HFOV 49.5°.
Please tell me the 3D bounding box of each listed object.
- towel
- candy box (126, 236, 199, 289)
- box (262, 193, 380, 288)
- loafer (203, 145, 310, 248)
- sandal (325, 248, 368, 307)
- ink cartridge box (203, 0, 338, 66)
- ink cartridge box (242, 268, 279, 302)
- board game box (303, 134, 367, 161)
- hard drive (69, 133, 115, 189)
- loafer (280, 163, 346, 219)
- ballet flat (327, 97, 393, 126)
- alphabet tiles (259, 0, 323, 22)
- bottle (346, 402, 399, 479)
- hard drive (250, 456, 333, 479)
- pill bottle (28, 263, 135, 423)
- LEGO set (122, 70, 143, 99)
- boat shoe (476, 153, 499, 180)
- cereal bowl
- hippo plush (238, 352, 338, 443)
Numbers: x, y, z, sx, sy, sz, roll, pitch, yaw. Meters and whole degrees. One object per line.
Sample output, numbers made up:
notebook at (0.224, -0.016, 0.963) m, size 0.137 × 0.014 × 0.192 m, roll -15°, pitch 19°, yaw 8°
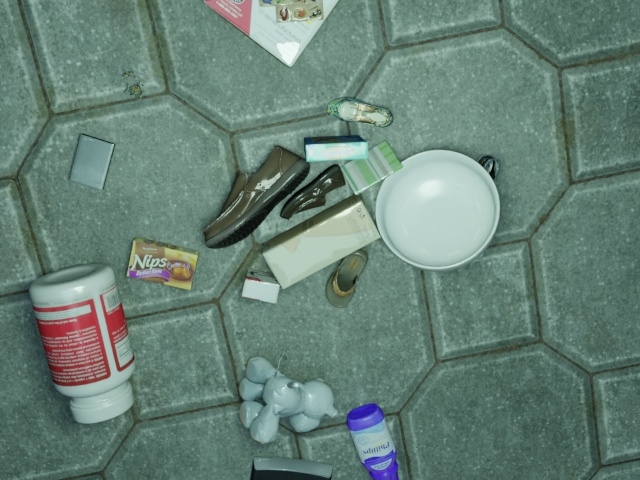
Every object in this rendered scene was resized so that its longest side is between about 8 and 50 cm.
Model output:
towel at (0.144, -0.201, 1.942) m, size 0.152 × 0.113 × 0.023 m, roll -30°, pitch 147°, yaw 5°
candy box at (-0.451, 0.066, 1.992) m, size 0.186 × 0.053 × 0.109 m, roll 14°, pitch 102°, yaw -7°
box at (0.000, 0.000, 1.954) m, size 0.311 × 0.148 × 0.121 m, roll -28°, pitch 103°, yaw 2°
loafer at (-0.195, -0.122, 1.938) m, size 0.366 × 0.134 × 0.130 m, roll -42°, pitch 79°, yaw -3°
sandal at (0.076, 0.117, 1.999) m, size 0.089 × 0.060 × 0.219 m, roll 21°, pitch 126°, yaw -10°
ink cartridge box at (-0.076, -0.683, 1.780) m, size 0.279 × 0.160 × 0.385 m, roll 35°, pitch 99°, yaw -10°
ink cartridge box at (-0.169, 0.128, 1.979) m, size 0.099 × 0.135 × 0.056 m, roll 11°, pitch 99°, yaw -6°
board game box at (0.037, -0.249, 1.863) m, size 0.160 × 0.210 × 0.047 m, roll -3°, pitch 103°, yaw -2°
hard drive at (-0.634, -0.219, 1.930) m, size 0.094 × 0.022 × 0.135 m, roll 17°, pitch 101°, yaw -7°
loafer at (-0.018, -0.122, 1.956) m, size 0.220 × 0.080 × 0.078 m, roll -38°, pitch 102°, yaw 6°
ballet flat at (0.112, -0.354, 1.917) m, size 0.188 × 0.070 × 0.070 m, roll 7°, pitch 103°, yaw -5°
alphabet tiles at (-0.057, -0.660, 1.699) m, size 0.198 × 0.009 × 0.237 m, roll -4°, pitch 103°, yaw -2°
bottle at (0.173, 0.647, 2.140) m, size 0.118 × 0.092 × 0.283 m, roll -19°, pitch 103°, yaw 0°
hard drive at (-0.095, 0.771, 2.174) m, size 0.254 × 0.054 × 0.172 m, roll 8°, pitch 102°, yaw -5°
pill bottle at (-0.651, 0.287, 1.943) m, size 0.228 × 0.229 × 0.408 m, roll -9°, pitch 103°, yaw -1°
LEGO set at (-0.508, -0.420, 1.894) m, size 0.054 × 0.023 × 0.083 m, roll -6°, pitch 90°, yaw -4°
boat shoe at (0.451, -0.154, 1.972) m, size 0.065 × 0.083 × 0.184 m, roll 15°, pitch 102°, yaw -7°
cereal bowl at (0.329, -0.072, 1.920) m, size 0.338 × 0.141 × 0.339 m, roll -4°, pitch 75°, yaw 17°
hippo plush at (-0.086, 0.447, 2.053) m, size 0.236 × 0.234 × 0.294 m, roll 11°, pitch 121°, yaw -36°
